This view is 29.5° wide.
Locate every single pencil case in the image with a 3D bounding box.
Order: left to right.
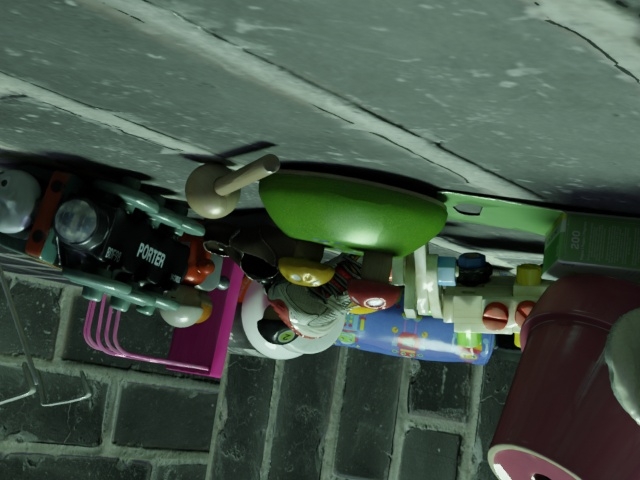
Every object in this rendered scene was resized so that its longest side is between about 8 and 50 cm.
[{"bbox_3d":[0.156,0.135,2.081,0.306,0.133,0.119,7,131,7],"label":"pencil case"}]

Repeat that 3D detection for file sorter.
[{"bbox_3d":[-0.261,0.098,1.945,0.182,0.202,0.290,14,172,-19],"label":"file sorter"}]

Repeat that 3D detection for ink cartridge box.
[{"bbox_3d":[0.226,0.004,1.176,0.235,0.056,0.171,6,173,5],"label":"ink cartridge box"}]

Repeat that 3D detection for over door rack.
[{"bbox_3d":[-0.386,0.046,1.272,0.108,0.324,0.239,-31,172,0],"label":"over door rack"}]

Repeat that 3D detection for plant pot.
[{"bbox_3d":[0.255,0.161,1.127,0.201,0.180,0.201,29,153,17],"label":"plant pot"}]

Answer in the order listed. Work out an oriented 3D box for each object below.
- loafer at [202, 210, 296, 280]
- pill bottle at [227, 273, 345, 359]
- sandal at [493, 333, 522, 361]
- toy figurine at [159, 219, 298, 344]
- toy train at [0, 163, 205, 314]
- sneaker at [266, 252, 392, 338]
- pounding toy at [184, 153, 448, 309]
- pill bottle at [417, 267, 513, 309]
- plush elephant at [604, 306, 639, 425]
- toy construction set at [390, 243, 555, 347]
[{"bbox_3d":[-0.087,0.008,1.476,0.080,0.078,0.220,12,172,-27],"label":"loafer"},{"bbox_3d":[-0.086,0.117,2.036,0.162,0.162,0.278,12,172,-30],"label":"pill bottle"},{"bbox_3d":[0.471,0.202,2.062,0.445,0.107,0.167,1,-163,45],"label":"sandal"},{"bbox_3d":[-0.111,0.064,1.675,0.213,0.148,0.209,8,173,0],"label":"toy figurine"},{"bbox_3d":[-0.261,-0.004,1.398,0.190,0.142,0.334,16,175,13],"label":"toy train"},{"bbox_3d":[0.023,0.047,1.467,0.225,0.088,0.093,-22,156,-49],"label":"sneaker"},{"bbox_3d":[0.000,0.000,1.139,0.237,0.110,0.183,13,175,-30],"label":"pounding toy"},{"bbox_3d":[0.187,0.069,1.651,0.137,0.078,0.078,9,173,-1],"label":"pill bottle"},{"bbox_3d":[0.395,0.083,0.968,0.255,0.272,0.330,42,147,19],"label":"plush elephant"},{"bbox_3d":[0.223,0.075,1.353,0.327,0.151,0.215,15,-162,6],"label":"toy construction set"}]
